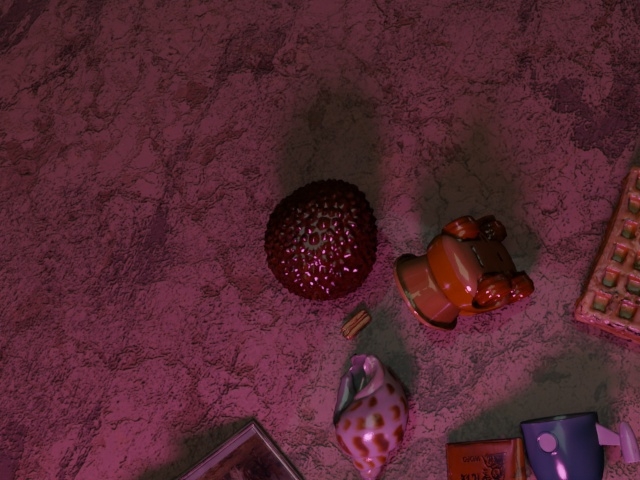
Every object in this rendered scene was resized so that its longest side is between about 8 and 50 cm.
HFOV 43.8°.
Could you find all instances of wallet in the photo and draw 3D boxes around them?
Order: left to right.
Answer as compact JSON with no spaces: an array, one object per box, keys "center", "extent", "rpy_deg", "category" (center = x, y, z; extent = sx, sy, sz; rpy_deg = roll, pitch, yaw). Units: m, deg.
[{"center":[0.346,0.502,1.673],"extent":[0.195,0.042,0.161],"rpy_deg":[-20,67,46],"category":"wallet"}]

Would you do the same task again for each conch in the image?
[{"center":[0.111,0.396,1.754],"extent":[0.148,0.183,0.275],"rpy_deg":[23,86,-14],"category":"conch"}]

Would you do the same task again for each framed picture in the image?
[{"center":[-0.190,0.556,1.787],"extent":[0.274,0.017,0.217],"rpy_deg":[-35,69,-27],"category":"framed picture"}]

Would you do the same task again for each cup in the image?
[{"center":[0.508,0.450,1.643],"extent":[0.299,0.167,0.173],"rpy_deg":[-18,76,36],"category":"cup"}]

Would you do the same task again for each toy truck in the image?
[{"center":[0.314,0.071,1.745],"extent":[0.211,0.288,0.204],"rpy_deg":[-34,71,28],"category":"toy truck"}]

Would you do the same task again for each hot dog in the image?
[{"center":[0.083,0.199,1.883],"extent":[0.083,0.021,0.037],"rpy_deg":[-40,80,-1],"category":"hot dog"}]

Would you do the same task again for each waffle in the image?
[{"center":[0.731,0.042,1.730],"extent":[0.260,0.114,0.376],"rpy_deg":[19,80,20],"category":"waffle"}]

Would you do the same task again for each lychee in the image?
[{"center":[0.000,0.000,1.825],"extent":[0.276,0.275,0.304],"rpy_deg":[46,117,20],"category":"lychee"}]
